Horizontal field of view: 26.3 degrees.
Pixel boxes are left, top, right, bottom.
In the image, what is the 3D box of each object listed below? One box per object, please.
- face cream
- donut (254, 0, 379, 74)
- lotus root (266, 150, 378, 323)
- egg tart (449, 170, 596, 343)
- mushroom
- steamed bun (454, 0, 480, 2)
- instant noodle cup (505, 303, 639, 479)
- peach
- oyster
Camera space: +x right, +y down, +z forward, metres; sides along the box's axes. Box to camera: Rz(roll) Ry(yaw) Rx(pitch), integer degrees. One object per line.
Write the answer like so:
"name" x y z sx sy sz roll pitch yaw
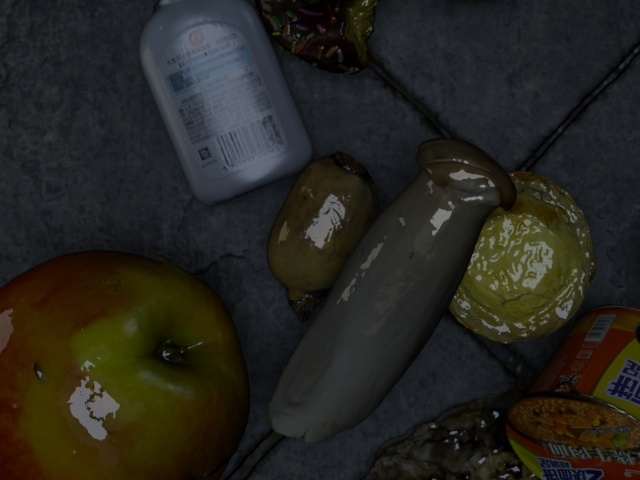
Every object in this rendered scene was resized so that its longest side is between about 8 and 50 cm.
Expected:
"face cream" -0.138 -0.220 1.683 0.163 0.080 0.337 -22 93 3
"donut" 0.011 -0.320 1.623 0.230 0.096 0.216 -46 71 30
"lotus root" 0.000 0.000 1.674 0.125 0.118 0.221 18 98 -9
"egg tart" 0.235 0.018 1.687 0.212 0.090 0.213 0 95 3
"mushroom" 0.085 0.063 1.615 0.137 0.154 0.407 45 111 30
"steamed bun" 0.195 -0.415 1.632 0.164 0.146 0.242 -15 94 5
"instant noodle cup" 0.347 0.190 1.623 0.213 0.213 0.174 35 55 -1
"peach" -0.270 0.187 1.597 0.369 0.370 0.370 0 93 1
"oyster" 0.135 0.347 1.703 0.396 0.111 0.204 -29 96 -1
